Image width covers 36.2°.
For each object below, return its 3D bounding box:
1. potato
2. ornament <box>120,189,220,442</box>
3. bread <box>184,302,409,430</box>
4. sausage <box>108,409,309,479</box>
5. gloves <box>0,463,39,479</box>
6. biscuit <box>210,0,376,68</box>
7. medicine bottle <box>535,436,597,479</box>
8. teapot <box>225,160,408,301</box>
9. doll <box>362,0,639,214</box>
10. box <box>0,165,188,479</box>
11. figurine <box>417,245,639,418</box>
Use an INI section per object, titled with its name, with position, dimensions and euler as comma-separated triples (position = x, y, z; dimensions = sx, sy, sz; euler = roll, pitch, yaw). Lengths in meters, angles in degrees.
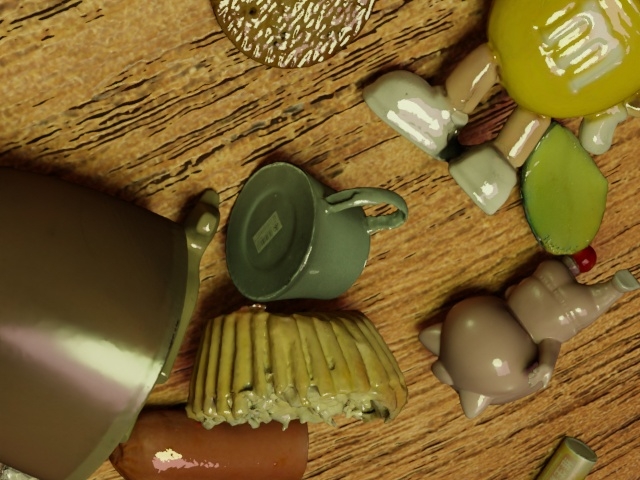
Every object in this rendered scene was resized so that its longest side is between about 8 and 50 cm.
[potato]
position = 0.310, -0.073, 1.287
dimensions = 0.119, 0.054, 0.198
euler = -32, 122, 0
[ornament]
position = -0.179, 0.075, 1.119
dimensions = 0.061, 0.245, 0.230
euler = 24, 136, -14
[bread]
position = -0.028, 0.160, 1.206
dimensions = 0.274, 0.274, 0.149
euler = 3, 81, -24
[sausage]
position = -0.146, 0.278, 1.290
dimensions = 0.259, 0.113, 0.114
euler = 5, 119, -26
[gloves]
position = -0.367, 0.308, 1.243
dimensions = 0.114, 0.070, 0.153
euler = 12, 116, -35
[biscuit]
position = -0.025, -0.273, 1.038
dimensions = 0.187, 0.027, 0.188
euler = -10, 122, -15
[medicine bottle]
position = 0.373, 0.427, 1.619
dimensions = 0.073, 0.074, 0.218
euler = 18, 111, -30
[teapot]
position = 0.000, 0.000, 1.145
dimensions = 0.149, 0.163, 0.239
euler = 17, 143, -40
[doll]
position = 0.251, -0.232, 1.105
dimensions = 0.348, 0.161, 0.423
euler = 14, 111, -13
[box]
position = -0.291, 0.071, 0.998
dimensions = 0.216, 0.301, 0.301
euler = 29, 107, -22
[figurine]
position = 0.287, 0.122, 1.328
dimensions = 0.287, 0.176, 0.186
euler = -40, 149, 0
